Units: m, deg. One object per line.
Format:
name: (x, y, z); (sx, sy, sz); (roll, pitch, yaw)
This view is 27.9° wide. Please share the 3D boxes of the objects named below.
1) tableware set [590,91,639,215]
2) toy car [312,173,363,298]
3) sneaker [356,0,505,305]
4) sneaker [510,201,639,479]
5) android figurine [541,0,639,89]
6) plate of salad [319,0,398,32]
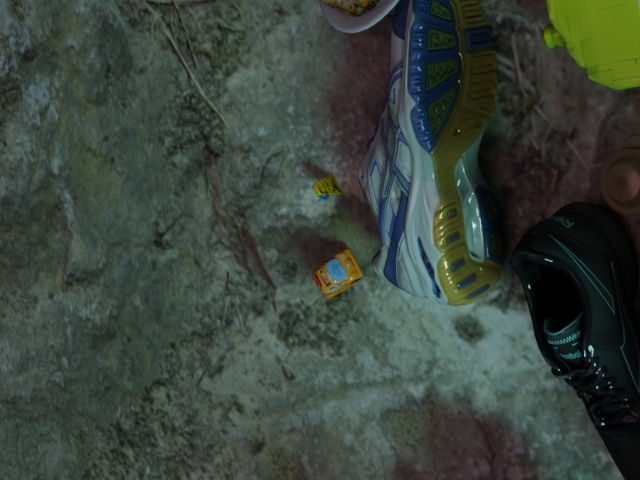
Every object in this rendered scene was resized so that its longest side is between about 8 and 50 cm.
tableware set: (0.290, -0.043, 1.011); (0.141, 0.020, 0.168); (-50, 62, 34)
toy car: (0.000, 0.000, 1.289); (0.060, 0.040, 0.122); (-16, 90, 45)
sneaker: (0.080, -0.090, 1.141); (0.131, 0.112, 0.296); (8, 104, 48)
sneaker: (0.228, 0.104, 1.056); (0.101, 0.106, 0.267); (-27, 84, 43)
android figurine: (0.277, -0.204, 0.944); (0.273, 0.056, 0.248); (-9, 94, 39)
plate of salad: (0.040, -0.281, 1.124); (0.200, 0.048, 0.199); (-30, 54, 53)
